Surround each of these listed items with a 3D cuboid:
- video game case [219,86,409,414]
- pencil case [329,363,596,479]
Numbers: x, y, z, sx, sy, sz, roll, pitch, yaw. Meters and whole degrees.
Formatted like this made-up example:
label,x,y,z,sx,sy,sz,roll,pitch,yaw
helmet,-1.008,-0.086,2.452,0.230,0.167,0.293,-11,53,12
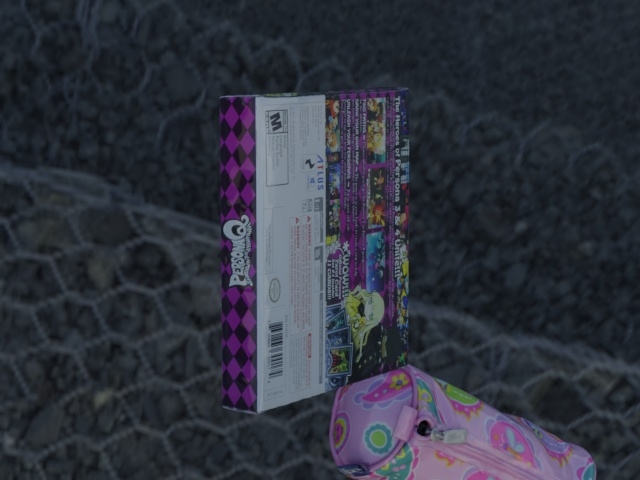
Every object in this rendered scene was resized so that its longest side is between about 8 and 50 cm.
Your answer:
label,x,y,z,sx,sy,sz,roll,pitch,yaw
video game case,0.000,0.000,1.262,0.210,0.041,0.232,-11,103,-55
pencil case,0.137,0.206,1.555,0.284,0.124,0.124,29,51,-36
